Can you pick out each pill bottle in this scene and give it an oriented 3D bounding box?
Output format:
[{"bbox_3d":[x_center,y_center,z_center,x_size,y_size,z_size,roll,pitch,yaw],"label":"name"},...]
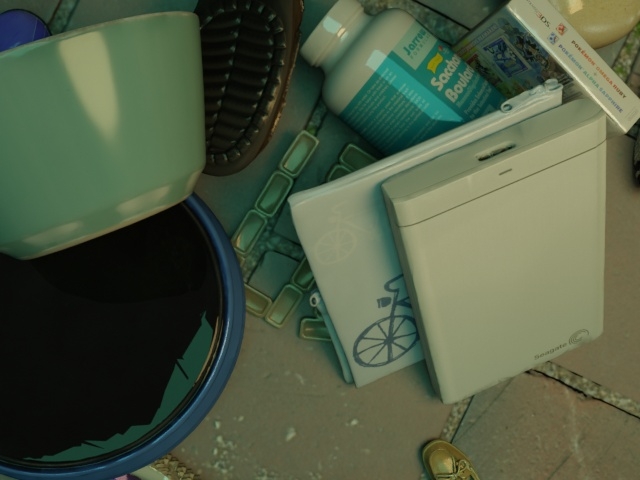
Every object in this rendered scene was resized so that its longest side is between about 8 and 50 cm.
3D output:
[{"bbox_3d":[0.104,-0.171,0.886,0.264,0.146,0.146,38,89,-7],"label":"pill bottle"}]

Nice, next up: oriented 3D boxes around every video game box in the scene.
[{"bbox_3d":[0.248,-0.186,0.871,0.187,0.205,0.048,42,81,-7],"label":"video game box"}]

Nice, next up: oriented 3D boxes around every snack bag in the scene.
[{"bbox_3d":[0.137,0.010,0.860,0.323,0.037,0.342,-24,133,-3],"label":"snack bag"}]

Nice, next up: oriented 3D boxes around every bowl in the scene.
[{"bbox_3d":[-0.236,-0.088,0.720,0.312,0.311,0.163,-21,101,-4],"label":"bowl"},{"bbox_3d":[-0.281,0.077,0.846,0.391,0.077,0.391,1,78,-5],"label":"bowl"}]

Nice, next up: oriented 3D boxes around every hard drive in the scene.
[{"bbox_3d":[0.213,0.032,0.855,0.233,0.047,0.353,-23,133,-4],"label":"hard drive"}]

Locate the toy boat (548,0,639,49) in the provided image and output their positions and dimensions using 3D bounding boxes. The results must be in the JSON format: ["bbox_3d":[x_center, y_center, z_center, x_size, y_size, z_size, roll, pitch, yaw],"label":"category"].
[{"bbox_3d":[0.241,-0.360,0.906,0.318,0.148,0.267,-6,98,-13],"label":"toy boat"}]

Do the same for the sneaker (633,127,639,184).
[{"bbox_3d":[0.501,-0.161,0.952,0.153,0.094,0.235,12,81,2],"label":"sneaker"}]

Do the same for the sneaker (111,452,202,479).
[{"bbox_3d":[-0.214,0.341,0.906,0.293,0.102,0.146,40,88,1],"label":"sneaker"}]

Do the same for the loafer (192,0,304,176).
[{"bbox_3d":[-0.070,-0.248,0.866,0.134,0.130,0.366,14,89,15],"label":"loafer"}]

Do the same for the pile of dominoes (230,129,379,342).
[{"bbox_3d":[0.000,0.000,0.951,0.196,0.040,0.251,32,97,-7],"label":"pile of dominoes"}]

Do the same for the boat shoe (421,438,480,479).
[{"bbox_3d":[0.187,0.325,0.967,0.056,0.048,0.153,-32,96,-4],"label":"boat shoe"}]

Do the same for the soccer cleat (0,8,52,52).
[{"bbox_3d":[-0.422,-0.133,0.848,0.108,0.116,0.318,40,89,-6],"label":"soccer cleat"}]
